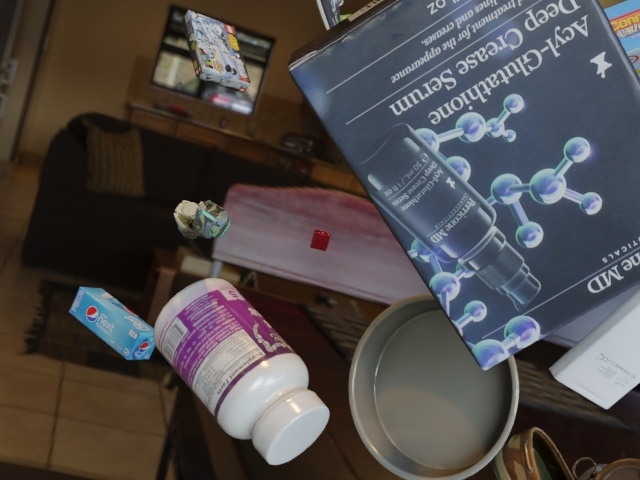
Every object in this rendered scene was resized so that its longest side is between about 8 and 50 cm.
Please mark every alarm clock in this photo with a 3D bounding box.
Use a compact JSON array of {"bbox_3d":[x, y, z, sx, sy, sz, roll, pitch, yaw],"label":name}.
[{"bbox_3d":[0.456,0.385,1.309,0.064,0.129,0.192,41,-7,-37],"label":"alarm clock"}]

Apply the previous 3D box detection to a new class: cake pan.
[{"bbox_3d":[0.180,0.231,1.362,0.293,0.293,0.054,21,2,36],"label":"cake pan"}]

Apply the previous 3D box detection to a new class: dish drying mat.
[{"bbox_3d":[0.000,0.000,1.602,0.032,0.008,0.083,13,-21,-1],"label":"dish drying mat"}]

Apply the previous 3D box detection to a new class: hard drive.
[{"bbox_3d":[0.633,0.202,1.745,0.203,0.307,0.040,31,21,-35],"label":"hard drive"}]

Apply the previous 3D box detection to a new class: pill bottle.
[{"bbox_3d":[-0.126,0.212,1.411,0.301,0.169,0.169,44,19,29],"label":"pill bottle"}]

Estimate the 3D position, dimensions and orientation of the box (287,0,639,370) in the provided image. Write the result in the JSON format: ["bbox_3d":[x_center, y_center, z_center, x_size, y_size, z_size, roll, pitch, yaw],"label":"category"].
[{"bbox_3d":[0.190,-0.114,0.969,0.395,0.294,0.212,56,8,-14],"label":"box"}]

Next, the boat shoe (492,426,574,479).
[{"bbox_3d":[0.420,0.475,1.530,0.123,0.120,0.324,2,43,-35],"label":"boat shoe"}]

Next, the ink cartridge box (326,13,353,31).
[{"bbox_3d":[0.140,-0.387,1.809,0.189,0.255,0.097,-17,-12,-34],"label":"ink cartridge box"}]

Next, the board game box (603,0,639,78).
[{"bbox_3d":[0.611,-0.336,1.478,0.308,0.086,0.302,-18,-16,17],"label":"board game box"}]

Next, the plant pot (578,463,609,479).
[{"bbox_3d":[0.563,0.515,1.623,0.167,0.166,0.165,13,12,-34],"label":"plant pot"}]

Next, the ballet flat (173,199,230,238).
[{"bbox_3d":[-0.199,-0.040,1.386,0.070,0.070,0.188,14,-7,-25],"label":"ballet flat"}]

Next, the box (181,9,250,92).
[{"bbox_3d":[-0.174,-0.313,1.441,0.094,0.027,0.137,11,49,-39],"label":"box"}]

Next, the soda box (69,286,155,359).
[{"bbox_3d":[-0.454,0.181,1.911,0.210,0.067,0.071,32,11,29],"label":"soda box"}]

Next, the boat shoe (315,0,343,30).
[{"bbox_3d":[0.020,-0.450,1.600,0.206,0.065,0.075,64,7,-46],"label":"boat shoe"}]
